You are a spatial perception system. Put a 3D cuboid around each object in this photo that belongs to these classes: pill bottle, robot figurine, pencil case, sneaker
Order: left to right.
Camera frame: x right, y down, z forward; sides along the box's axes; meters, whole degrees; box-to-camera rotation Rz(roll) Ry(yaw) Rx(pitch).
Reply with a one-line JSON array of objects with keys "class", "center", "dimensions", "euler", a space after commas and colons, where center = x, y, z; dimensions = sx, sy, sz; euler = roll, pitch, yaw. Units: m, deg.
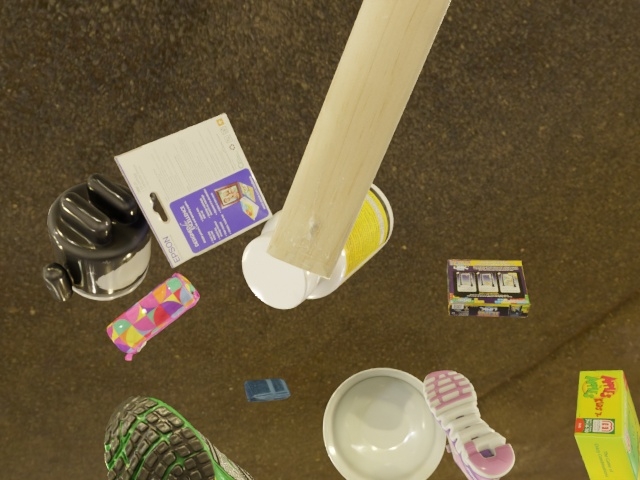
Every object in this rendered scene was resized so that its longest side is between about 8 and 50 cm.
[{"class": "robot figurine", "center": [-0.403, 0.002, 0.970], "dimensions": [0.209, 0.173, 0.278], "euler": [-7, 151, -23]}, {"class": "pencil case", "center": [-0.418, 0.187, 1.309], "dimensions": [0.236, 0.104, 0.104], "euler": [-41, 131, -4]}, {"class": "sneaker", "center": [-0.194, 0.377, 0.800], "dimensions": [0.134, 0.146, 0.343], "euler": [-41, 94, -10]}, {"class": "pill bottle", "center": [0.000, 0.000, 1.049], "dimensions": [0.188, 0.334, 0.187], "euler": [13, 118, 27]}, {"class": "sneaker", "center": [0.257, 0.344, 0.946], "dimensions": [0.095, 0.236, 0.104], "euler": [-14, 126, -8]}]

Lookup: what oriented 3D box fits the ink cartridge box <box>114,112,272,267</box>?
[{"class": "ink cartridge box", "center": [-0.215, -0.089, 0.902], "dimensions": [0.208, 0.045, 0.206], "euler": [-30, 104, -27]}]

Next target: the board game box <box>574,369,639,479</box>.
[{"class": "board game box", "center": [0.317, 0.237, 0.549], "dimensions": [0.043, 0.092, 0.181], "euler": [-13, 113, 35]}]

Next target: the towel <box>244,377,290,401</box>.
[{"class": "towel", "center": [-0.146, 0.408, 1.429], "dimensions": [0.120, 0.067, 0.029], "euler": [4, 125, -31]}]

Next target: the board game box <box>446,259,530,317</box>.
[{"class": "board game box", "center": [0.380, 0.108, 1.198], "dimensions": [0.171, 0.141, 0.048], "euler": [1, 131, 11]}]

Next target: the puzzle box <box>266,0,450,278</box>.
[{"class": "puzzle box", "center": [0.047, -0.151, 0.516], "dimensions": [0.052, 0.409, 0.271], "euler": [22, 105, -2]}]

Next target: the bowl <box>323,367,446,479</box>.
[{"class": "bowl", "center": [0.162, 0.474, 1.325], "dimensions": [0.298, 0.297, 0.134], "euler": [-19, 165, 4]}]
